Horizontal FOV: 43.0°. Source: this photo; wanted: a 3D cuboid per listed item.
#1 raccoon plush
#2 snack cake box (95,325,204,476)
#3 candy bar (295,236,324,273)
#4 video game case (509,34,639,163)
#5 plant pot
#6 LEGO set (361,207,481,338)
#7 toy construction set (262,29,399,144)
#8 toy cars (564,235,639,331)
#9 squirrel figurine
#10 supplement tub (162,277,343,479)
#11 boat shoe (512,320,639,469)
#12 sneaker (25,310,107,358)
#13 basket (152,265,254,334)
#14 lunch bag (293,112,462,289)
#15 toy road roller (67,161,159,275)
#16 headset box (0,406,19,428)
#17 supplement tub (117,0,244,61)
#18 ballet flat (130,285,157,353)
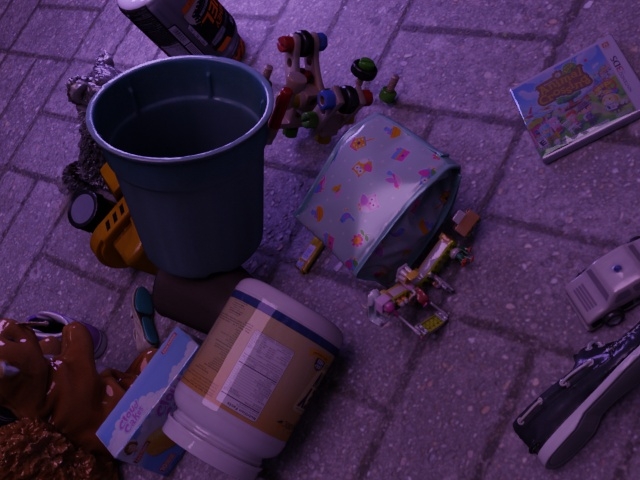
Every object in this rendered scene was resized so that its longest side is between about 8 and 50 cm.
[{"bbox_3d":[-0.592,-0.266,2.023,0.446,0.299,0.216,-20,32,24],"label":"raccoon plush"},{"bbox_3d":[-0.296,0.320,1.609,0.089,0.152,0.264,33,85,42],"label":"snack cake box"},{"bbox_3d":[0.000,0.000,1.684,0.040,0.018,0.162,29,83,45],"label":"candy bar"},{"bbox_3d":[0.479,-0.263,1.507,0.212,0.023,0.193,-27,51,19],"label":"video game case"},{"bbox_3d":[-0.250,-0.127,1.583,0.340,0.334,0.341,-1,43,1],"label":"plant pot"},{"bbox_3d":[0.206,0.074,1.445,0.287,0.132,0.107,-39,62,-22],"label":"LEGO set"},{"bbox_3d":[-0.038,-0.275,1.725,0.257,0.309,0.237,38,131,13],"label":"toy construction set"},{"bbox_3d":[0.558,0.060,1.218,0.393,0.087,0.177,3,66,36],"label":"toy cars"},{"bbox_3d":[-0.556,0.347,1.624,0.280,0.370,0.397,-11,58,29],"label":"squirrel figurine"},{"bbox_3d":[-0.124,0.252,1.480,0.228,0.228,0.316,23,78,41],"label":"supplement tub"},{"bbox_3d":[0.408,0.203,1.211,0.302,0.114,0.091,-48,51,6],"label":"boat shoe"},{"bbox_3d":[-0.651,0.207,1.917,0.282,0.161,0.102,-3,64,35],"label":"sneaker"},{"bbox_3d":[-0.215,0.116,1.680,0.226,0.154,0.205,29,95,38],"label":"basket"},{"bbox_3d":[0.112,-0.081,1.480,0.223,0.160,0.262,43,104,39],"label":"lunch bag"},{"bbox_3d":[-0.394,-0.068,1.884,0.329,0.202,0.241,-47,60,9],"label":"toy road roller"},{"bbox_3d":[-0.748,0.332,1.818,0.218,0.293,0.110,-51,48,-3],"label":"headset box"},{"bbox_3d":[-0.341,-0.554,2.046,0.193,0.316,0.194,-16,57,26],"label":"supplement tub"},{"bbox_3d":[-0.409,0.180,1.837,0.052,0.057,0.168,-38,48,23],"label":"ballet flat"}]
